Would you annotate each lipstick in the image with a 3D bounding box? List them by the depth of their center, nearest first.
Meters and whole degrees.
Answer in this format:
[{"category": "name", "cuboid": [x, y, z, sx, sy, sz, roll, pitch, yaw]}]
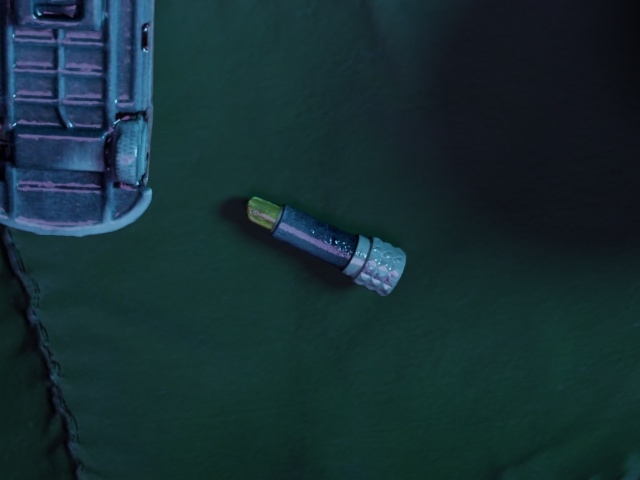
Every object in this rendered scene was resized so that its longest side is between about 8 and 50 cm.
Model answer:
[{"category": "lipstick", "cuboid": [0.000, 0.000, 0.989, 0.116, 0.037, 0.037, 24, 118, -12]}]

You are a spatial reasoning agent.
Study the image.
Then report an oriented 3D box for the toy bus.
[{"category": "toy bus", "cuboid": [-0.147, -0.138, 0.836, 0.121, 0.120, 0.265, 2, 122, -5]}]
